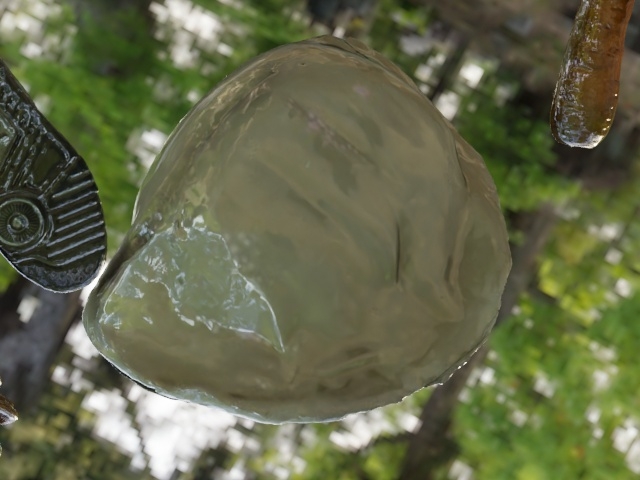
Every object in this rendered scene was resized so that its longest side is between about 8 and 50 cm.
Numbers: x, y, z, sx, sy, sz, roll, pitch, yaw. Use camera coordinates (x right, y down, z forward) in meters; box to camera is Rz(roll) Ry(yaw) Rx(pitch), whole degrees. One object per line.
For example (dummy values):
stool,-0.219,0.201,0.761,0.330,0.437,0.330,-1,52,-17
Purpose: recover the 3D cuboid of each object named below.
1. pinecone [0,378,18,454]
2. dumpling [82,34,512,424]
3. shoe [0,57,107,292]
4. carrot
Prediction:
pinecone,-0.407,0.154,1.599,0.244,0.309,0.244,29,163,10
dumpling,0.000,0.000,1.527,0.315,0.395,0.233,38,149,17
shoe,-0.296,-0.093,1.676,0.293,0.109,0.149,59,173,-23
carrot,0.199,-0.159,1.291,0.047,0.191,0.047,11,-171,-2
